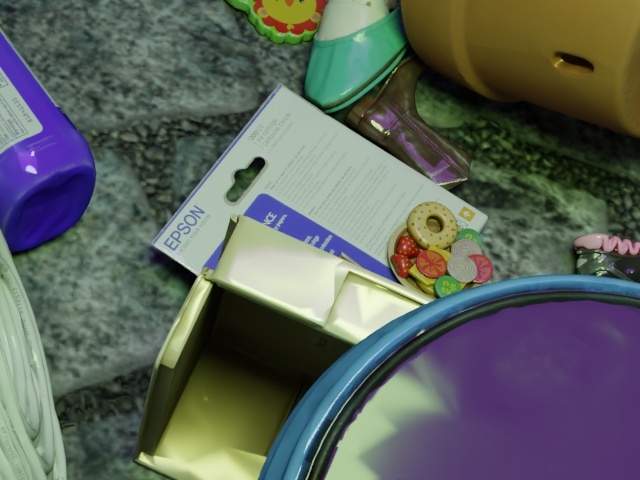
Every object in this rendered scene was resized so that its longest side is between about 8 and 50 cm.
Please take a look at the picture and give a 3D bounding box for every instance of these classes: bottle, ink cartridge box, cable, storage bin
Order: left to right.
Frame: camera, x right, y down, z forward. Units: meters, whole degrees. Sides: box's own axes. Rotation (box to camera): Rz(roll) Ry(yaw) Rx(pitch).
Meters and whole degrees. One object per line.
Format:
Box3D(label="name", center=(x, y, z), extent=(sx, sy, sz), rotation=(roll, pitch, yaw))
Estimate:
Box3D(label="bottle", center=(-0.282, -0.127, 1.368), extent=(0.092, 0.118, 0.283), rotation=(-27, 69, -28))
Box3D(label="cable", center=(-0.241, 0.073, 1.171), extent=(0.089, 0.257, 0.257), rotation=(-15, 45, -2))
Box3D(label="ink cartridge box", center=(0.000, 0.000, 1.408), extent=(0.208, 0.045, 0.206), rotation=(34, 55, 5))
Box3D(label="storage bin", center=(0.024, 0.119, 1.193), extent=(0.262, 0.260, 0.123), rotation=(24, 68, 1))

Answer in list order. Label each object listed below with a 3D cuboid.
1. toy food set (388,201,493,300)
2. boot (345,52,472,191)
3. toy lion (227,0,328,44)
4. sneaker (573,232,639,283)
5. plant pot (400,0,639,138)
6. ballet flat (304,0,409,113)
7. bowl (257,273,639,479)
Box3D(label="toy food set", center=(0.094, 0.013, 1.389), extent=(0.082, 0.020, 0.083), rotation=(37, 54, 7))
Box3D(label="boot", center=(0.095, -0.097, 1.504), extent=(0.114, 0.037, 0.106), rotation=(39, 68, 14))
Box3D(label="toy lion", center=(-0.042, -0.218, 1.552), extent=(0.100, 0.034, 0.096), rotation=(10, 63, -9))
Box3D(label="sneaker", center=(0.265, 0.030, 1.472), extent=(0.119, 0.047, 0.057), rotation=(9, 78, -9))
Box3D(label="plant pot", center=(0.237, -0.214, 1.437), extent=(0.291, 0.291, 0.203), rotation=(-28, 51, -29))
Box3D(label="ballet flat", center=(0.052, -0.207, 1.528), extent=(0.247, 0.083, 0.087), rotation=(-45, 122, -36))
Box3D(label="bowl", center=(0.150, 0.201, 1.002), extent=(0.391, 0.077, 0.391), rotation=(3, 70, -8))
